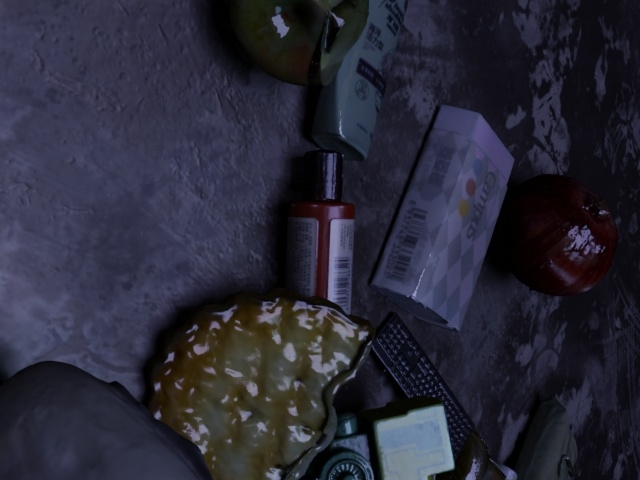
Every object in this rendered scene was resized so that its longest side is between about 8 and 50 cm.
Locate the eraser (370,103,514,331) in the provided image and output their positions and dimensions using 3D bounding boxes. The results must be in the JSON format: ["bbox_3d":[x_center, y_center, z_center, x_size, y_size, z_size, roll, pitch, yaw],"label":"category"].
[{"bbox_3d":[0.250,-0.045,1.219,0.213,0.082,0.397,36,69,-40],"label":"eraser"}]

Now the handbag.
[{"bbox_3d":[0.566,0.580,1.560,0.316,0.109,0.253,-57,132,-32],"label":"handbag"}]

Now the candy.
[{"bbox_3d":[-0.211,0.336,0.596,0.186,0.427,0.386,-23,124,-50],"label":"candy"}]

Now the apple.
[{"bbox_3d":[-0.026,-0.321,0.872,0.207,0.173,0.188,64,26,-27],"label":"apple"}]

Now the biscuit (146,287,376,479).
[{"bbox_3d":[-0.064,0.216,0.884,0.335,0.078,0.329,-25,106,-12],"label":"biscuit"}]

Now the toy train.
[{"bbox_3d":[0.110,0.448,0.992,0.237,0.150,0.369,-8,84,-12],"label":"toy train"}]

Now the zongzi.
[{"bbox_3d":[0.246,0.461,1.258,0.221,0.112,0.242,-32,98,-30],"label":"zongzi"}]

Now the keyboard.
[{"bbox_3d":[0.197,0.282,1.194,0.101,0.018,0.310,-46,109,-33],"label":"keyboard"}]

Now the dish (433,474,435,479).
[{"bbox_3d":[0.114,0.468,1.145,0.234,0.064,0.154,21,79,-44],"label":"dish"}]

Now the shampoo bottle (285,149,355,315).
[{"bbox_3d":[0.000,0.000,0.967,0.104,0.104,0.278,0,94,-44],"label":"shampoo bottle"}]

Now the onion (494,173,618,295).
[{"bbox_3d":[0.517,-0.018,1.366,0.276,0.276,0.276,-5,97,-44],"label":"onion"}]

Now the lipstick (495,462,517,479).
[{"bbox_3d":[0.343,0.640,1.376,0.076,0.076,0.304,52,59,-34],"label":"lipstick"}]

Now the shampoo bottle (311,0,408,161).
[{"bbox_3d":[0.071,-0.319,1.021,0.134,0.078,0.359,28,74,-53],"label":"shampoo bottle"}]
